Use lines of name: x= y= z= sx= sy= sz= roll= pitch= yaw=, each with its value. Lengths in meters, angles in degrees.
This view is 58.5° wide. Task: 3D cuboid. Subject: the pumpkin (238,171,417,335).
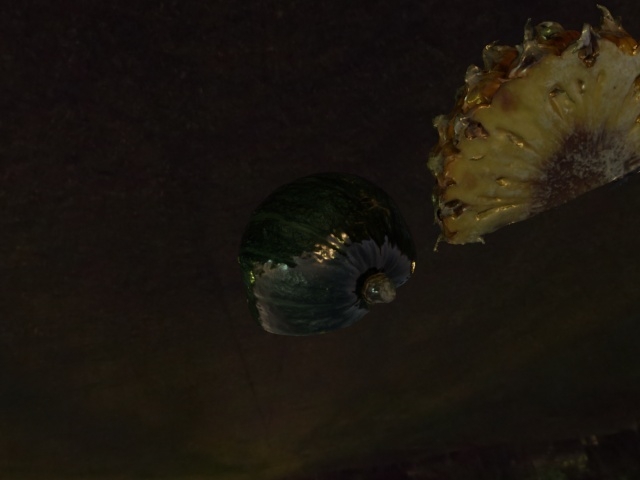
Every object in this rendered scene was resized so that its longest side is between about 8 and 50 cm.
pumpkin: x=0.000 y=0.000 z=0.948 sx=0.263 sy=0.293 sz=0.197 roll=12 pitch=132 yaw=45

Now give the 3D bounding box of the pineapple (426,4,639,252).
pineapple: x=0.237 y=-0.176 z=0.710 sx=0.344 sy=0.286 sz=0.209 roll=-26 pitch=111 yaw=6
